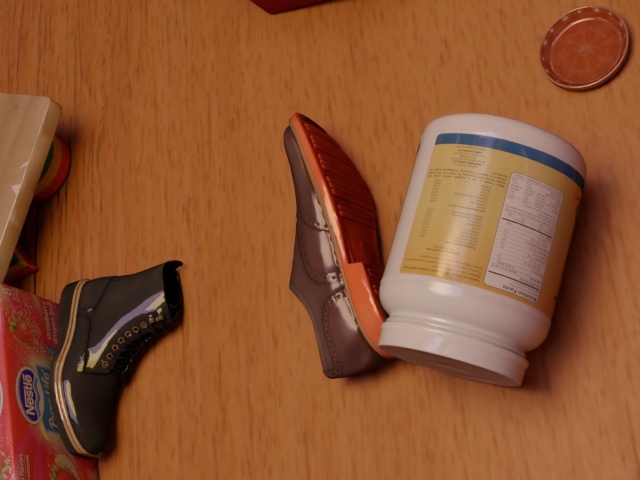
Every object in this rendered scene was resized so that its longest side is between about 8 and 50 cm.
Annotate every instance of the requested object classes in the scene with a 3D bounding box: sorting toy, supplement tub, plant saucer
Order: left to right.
[{"bbox_3d":[-0.423,-0.045,1.288,0.255,0.089,0.257,9,76,33],"label":"sorting toy"},{"bbox_3d":[0.132,0.009,0.891,0.144,0.144,0.200,9,77,34],"label":"supplement tub"},{"bbox_3d":[0.241,-0.175,0.974,0.083,0.013,0.083,-11,67,27],"label":"plant saucer"}]

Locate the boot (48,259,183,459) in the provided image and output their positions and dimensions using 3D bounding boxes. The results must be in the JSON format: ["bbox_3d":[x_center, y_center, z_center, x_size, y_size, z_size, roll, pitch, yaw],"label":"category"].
[{"bbox_3d":[-0.205,0.117,1.106,0.137,0.077,0.198,-16,65,20],"label":"boot"}]

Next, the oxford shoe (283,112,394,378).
[{"bbox_3d":[0.000,0.000,1.009,0.098,0.097,0.271,-32,58,25],"label":"oxford shoe"}]

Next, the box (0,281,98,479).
[{"bbox_3d":[-0.326,0.190,1.115,0.122,0.128,0.257,-26,60,22],"label":"box"}]

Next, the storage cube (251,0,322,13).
[{"bbox_3d":[-0.024,-0.367,1.095,0.193,0.215,0.184,-5,70,37],"label":"storage cube"}]
